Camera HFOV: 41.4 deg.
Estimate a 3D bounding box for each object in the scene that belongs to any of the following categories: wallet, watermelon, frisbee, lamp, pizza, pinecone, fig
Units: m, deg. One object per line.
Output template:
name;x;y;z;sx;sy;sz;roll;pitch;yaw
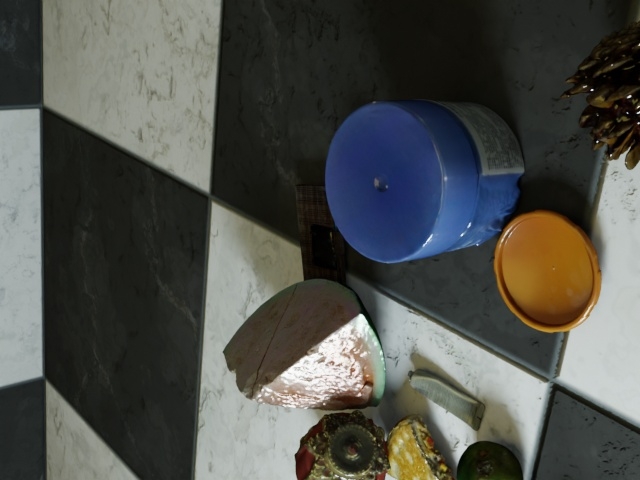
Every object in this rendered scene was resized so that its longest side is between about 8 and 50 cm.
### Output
wallet;0.000;0.000;1.715;0.124;0.042;0.230;5;101;52
watermelon;-0.003;0.232;1.675;0.319;0.222;0.292;-44;22;8
frisbee;0.350;0.046;1.302;0.192;0.035;0.192;17;112;48
lamp;0.038;0.425;1.627;0.177;0.177;0.274;65;160;17
pizza;0.201;0.421;1.557;0.199;0.062;0.188;49;146;25
pinecone;0.416;-0.172;1.071;0.205;0.179;0.184;67;165;-12
fig;0.289;0.429;1.423;0.117;0.117;0.178;12;118;49

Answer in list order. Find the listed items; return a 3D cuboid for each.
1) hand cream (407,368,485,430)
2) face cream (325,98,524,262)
hand cream;0.223;0.279;1.524;0.165;0.037;0.057;29;120;35
face cream;0.168;-0.099;1.343;0.249;0.225;0.249;11;105;47
